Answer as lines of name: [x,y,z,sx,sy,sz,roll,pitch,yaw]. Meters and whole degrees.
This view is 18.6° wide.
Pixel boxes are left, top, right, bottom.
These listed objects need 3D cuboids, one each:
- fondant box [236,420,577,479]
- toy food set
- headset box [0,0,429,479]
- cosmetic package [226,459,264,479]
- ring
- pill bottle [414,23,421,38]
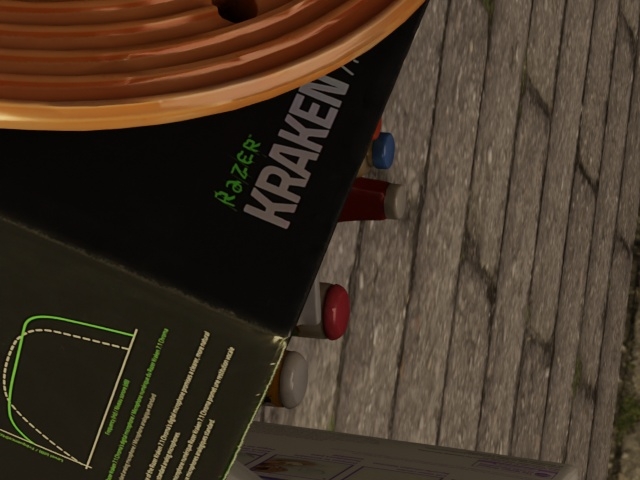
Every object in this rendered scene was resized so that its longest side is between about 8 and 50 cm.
fondant box: [-0.003,0.187,1.115,0.330,0.238,0.096,-11,107,-71]
toy food set: [0.000,0.000,1.287,0.111,0.104,0.232,-49,140,-61]
headset box: [-0.119,-0.073,0.647,0.131,0.283,0.246,114,0,-48]
cosmetic package: [-0.118,0.167,0.773,0.224,0.138,0.224,-54,152,-6]
ring: [-0.112,-0.157,0.608,0.032,0.337,0.336,114,-1,-46]
pill bottle: [-0.033,-0.193,0.861,0.136,0.136,0.245,-66,154,-45]
